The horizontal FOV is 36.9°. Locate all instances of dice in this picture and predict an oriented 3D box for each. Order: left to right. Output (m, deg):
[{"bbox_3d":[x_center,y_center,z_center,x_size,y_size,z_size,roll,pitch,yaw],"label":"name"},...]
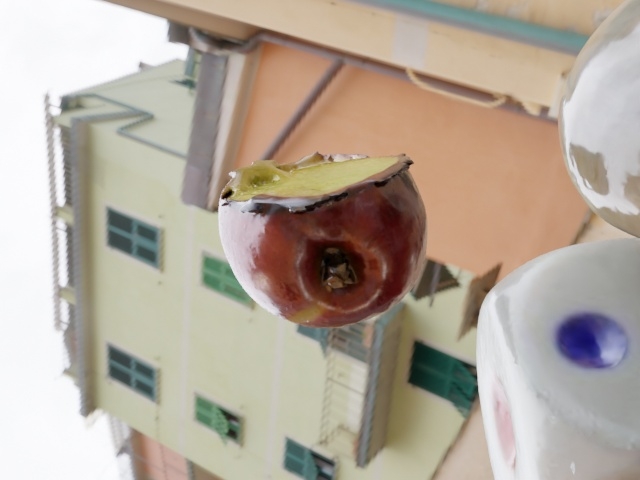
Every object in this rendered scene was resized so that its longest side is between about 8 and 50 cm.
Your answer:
[{"bbox_3d":[0.357,0.194,1.111,0.304,0.304,0.277,-98,3,-47],"label":"dice"}]

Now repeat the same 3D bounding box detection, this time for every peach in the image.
[{"bbox_3d":[0.000,0.000,1.233,0.257,0.361,0.201,-12,-75,-10],"label":"peach"}]

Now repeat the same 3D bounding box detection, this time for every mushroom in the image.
[{"bbox_3d":[0.430,-0.127,0.974,0.295,0.362,0.362,50,-118,-29],"label":"mushroom"}]
